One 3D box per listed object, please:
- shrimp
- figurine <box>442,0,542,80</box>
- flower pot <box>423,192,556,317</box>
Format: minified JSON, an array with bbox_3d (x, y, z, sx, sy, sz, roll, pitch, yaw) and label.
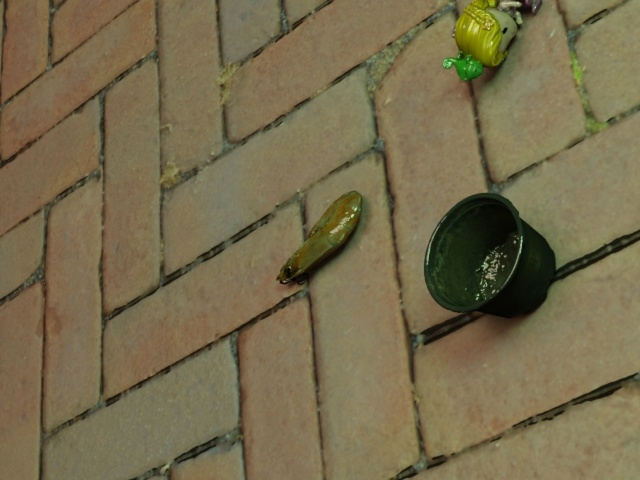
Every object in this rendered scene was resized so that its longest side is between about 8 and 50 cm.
[{"bbox_3d":[0.000,0.000,1.964,0.190,0.042,0.101,-47,23,19],"label":"shrimp"},{"bbox_3d":[0.221,-0.298,1.838,0.115,0.095,0.156,29,88,38],"label":"figurine"},{"bbox_3d":[0.223,0.028,1.663,0.157,0.107,0.157,-23,56,41],"label":"flower pot"}]
